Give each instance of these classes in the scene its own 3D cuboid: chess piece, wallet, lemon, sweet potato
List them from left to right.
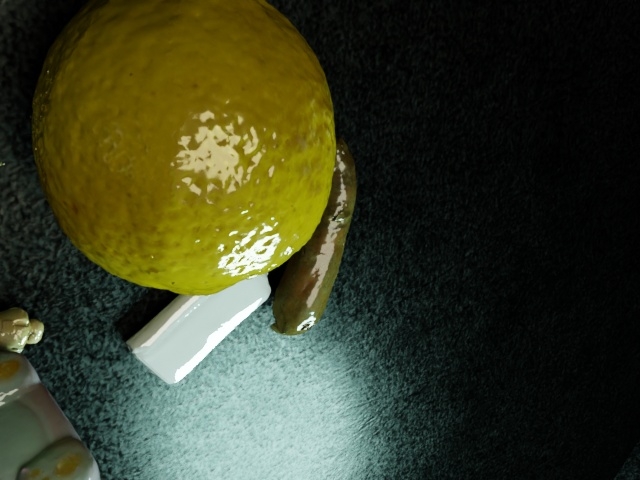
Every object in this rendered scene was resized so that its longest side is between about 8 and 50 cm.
[{"bbox_3d":[-0.358,0.089,0.643,0.172,0.060,0.060,7,108,-40],"label":"chess piece"},{"bbox_3d":[-0.117,-0.090,0.598,0.293,0.293,0.293,-17,122,-30],"label":"lemon"},{"bbox_3d":[-0.144,0.092,0.825,0.190,0.033,0.095,-42,133,-13],"label":"wallet"},{"bbox_3d":[0.000,0.000,0.866,0.075,0.075,0.273,8,105,-40],"label":"sweet potato"}]

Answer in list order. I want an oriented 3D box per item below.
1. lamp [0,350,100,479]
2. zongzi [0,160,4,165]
[{"bbox_3d":[-0.383,0.264,0.631,0.301,0.247,0.247,-33,168,-29],"label":"lamp"},{"bbox_3d":[-0.316,-0.130,0.516,0.197,0.099,0.194,8,137,-48],"label":"zongzi"}]
